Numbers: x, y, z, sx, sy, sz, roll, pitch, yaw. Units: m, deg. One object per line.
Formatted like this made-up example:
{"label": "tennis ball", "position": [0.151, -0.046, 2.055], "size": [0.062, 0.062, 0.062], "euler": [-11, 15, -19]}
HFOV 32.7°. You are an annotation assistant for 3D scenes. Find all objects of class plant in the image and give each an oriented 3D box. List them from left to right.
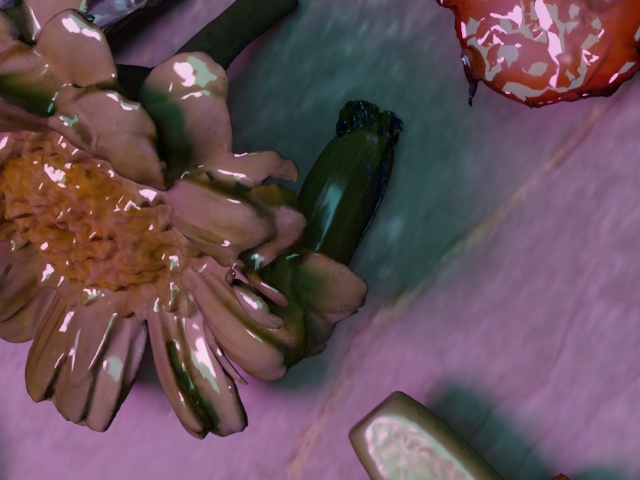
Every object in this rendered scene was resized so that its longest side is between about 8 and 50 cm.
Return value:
{"label": "plant", "position": [-0.127, -0.049, 0.586], "size": [0.306, 0.261, 0.296], "euler": [-3, 74, 48]}

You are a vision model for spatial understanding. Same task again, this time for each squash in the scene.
{"label": "squash", "position": [0.000, 0.000, 0.672], "size": [0.052, 0.052, 0.183], "euler": [26, 90, 12]}

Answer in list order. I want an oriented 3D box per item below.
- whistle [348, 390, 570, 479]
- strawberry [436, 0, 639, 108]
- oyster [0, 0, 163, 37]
{"label": "whistle", "position": [0.125, 0.202, 0.605], "size": [0.131, 0.106, 0.288], "euler": [-44, 81, 10]}
{"label": "strawberry", "position": [0.179, -0.228, 0.595], "size": [0.254, 0.150, 0.280], "euler": [-9, 100, 16]}
{"label": "oyster", "position": [-0.231, -0.154, 0.708], "size": [0.199, 0.087, 0.252], "euler": [42, 104, 1]}
